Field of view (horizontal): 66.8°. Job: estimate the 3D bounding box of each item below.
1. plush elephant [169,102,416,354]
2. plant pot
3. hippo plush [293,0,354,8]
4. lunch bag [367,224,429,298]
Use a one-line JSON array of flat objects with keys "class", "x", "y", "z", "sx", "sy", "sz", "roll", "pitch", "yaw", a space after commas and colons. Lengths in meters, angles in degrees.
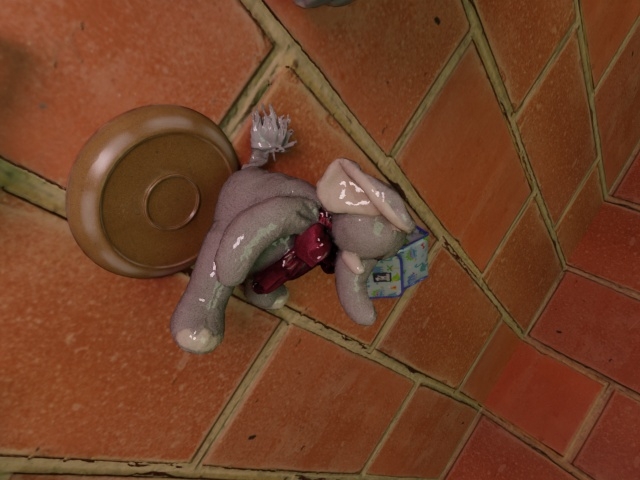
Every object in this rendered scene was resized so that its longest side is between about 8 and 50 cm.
[{"class": "plush elephant", "x": 0.000, "y": 0.000, "z": 0.655, "sx": 0.272, "sy": 0.256, "sz": 0.329, "roll": 0, "pitch": 104, "yaw": -73}, {"class": "plant pot", "x": -0.195, "y": -0.052, "z": 0.622, "sx": 0.236, "sy": 0.032, "sz": 0.236, "roll": -24, "pitch": 128, "yaw": -35}, {"class": "hippo plush", "x": 0.030, "y": -0.422, "z": 0.539, "sx": 0.236, "sy": 0.235, "sz": 0.294, "roll": 67, "pitch": 27, "yaw": -11}, {"class": "lunch bag", "x": 0.142, "y": 0.043, "z": 0.986, "sx": 0.151, "sy": 0.096, "sz": 0.128, "roll": -24, "pitch": 132, "yaw": -17}]
